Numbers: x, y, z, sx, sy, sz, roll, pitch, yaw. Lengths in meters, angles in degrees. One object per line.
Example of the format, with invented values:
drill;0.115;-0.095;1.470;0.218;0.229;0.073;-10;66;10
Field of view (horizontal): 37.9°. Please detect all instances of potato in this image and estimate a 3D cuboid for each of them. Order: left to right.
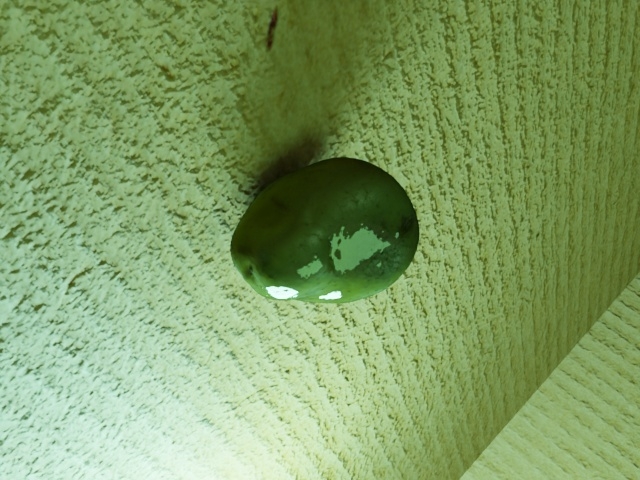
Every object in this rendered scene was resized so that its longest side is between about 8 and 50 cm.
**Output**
potato;0.000;0.000;0.963;0.194;0.157;0.157;-25;141;-37
